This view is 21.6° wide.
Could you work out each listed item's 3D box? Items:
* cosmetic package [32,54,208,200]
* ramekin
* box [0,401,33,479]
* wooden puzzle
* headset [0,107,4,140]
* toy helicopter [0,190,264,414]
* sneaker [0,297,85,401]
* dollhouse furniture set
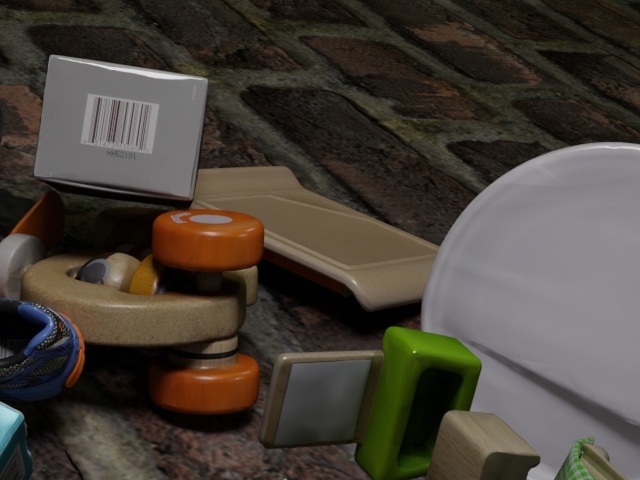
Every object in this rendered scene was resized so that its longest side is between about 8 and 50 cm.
[{"bbox_3d":[-0.157,-0.083,1.357,0.127,0.107,0.238,7,-4,-3],"label":"cosmetic package"},{"bbox_3d":[0.217,0.058,1.261,0.273,0.272,0.127,17,10,11],"label":"ramekin"},{"bbox_3d":[-0.299,0.095,1.028,0.244,0.100,0.060,25,63,8],"label":"box"},{"bbox_3d":[0.000,0.000,1.546,0.239,0.044,0.221,29,18,26],"label":"wooden puzzle"},{"bbox_3d":[-0.450,-0.183,1.578,0.243,0.185,0.394,-7,40,-41],"label":"headset"},{"bbox_3d":[-0.168,0.026,1.350,0.235,0.140,0.355,1,12,-4],"label":"toy helicopter"},{"bbox_3d":[-0.270,0.069,1.123,0.221,0.087,0.083,-8,70,-10],"label":"sneaker"},{"bbox_3d":[0.066,0.197,0.907,0.151,0.197,0.301,1,24,-30],"label":"dollhouse furniture set"}]
